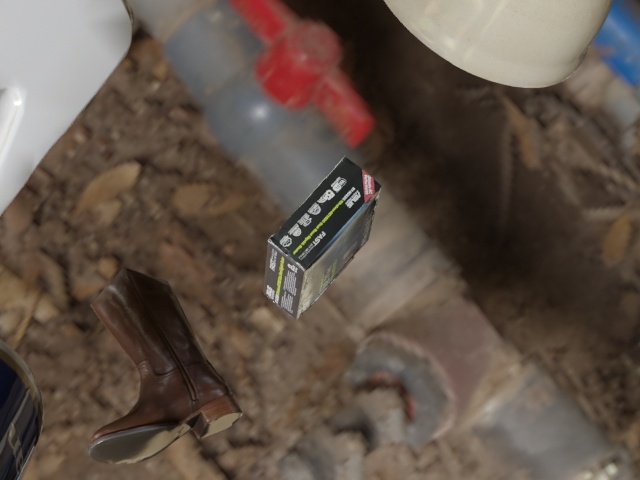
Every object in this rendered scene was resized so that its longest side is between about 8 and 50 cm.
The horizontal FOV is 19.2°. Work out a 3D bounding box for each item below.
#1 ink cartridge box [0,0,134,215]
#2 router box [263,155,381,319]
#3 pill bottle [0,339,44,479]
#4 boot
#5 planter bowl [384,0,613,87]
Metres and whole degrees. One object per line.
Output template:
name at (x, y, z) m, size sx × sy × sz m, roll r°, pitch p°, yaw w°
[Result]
ink cartridge box at (-0.247, -0.076, 0.751) m, size 0.207 × 0.283 × 0.117 m, roll -56°, pitch 139°, yaw -27°
router box at (0.000, 0.000, 1.451) m, size 0.038 × 0.122 × 0.092 m, roll 39°, pitch 72°, yaw 11°
pill bottle at (-0.191, 0.115, 0.869) m, size 0.094 × 0.094 × 0.169 m, roll 34°, pitch 25°, yaw -10°
boot at (-0.113, 0.070, 1.110) m, size 0.106 × 0.037 × 0.114 m, roll -11°, pitch 59°, yaw -40°
planter bowl at (0.125, -0.190, 1.181) m, size 0.162 × 0.109 × 0.162 m, roll 19°, pitch 45°, yaw -20°
